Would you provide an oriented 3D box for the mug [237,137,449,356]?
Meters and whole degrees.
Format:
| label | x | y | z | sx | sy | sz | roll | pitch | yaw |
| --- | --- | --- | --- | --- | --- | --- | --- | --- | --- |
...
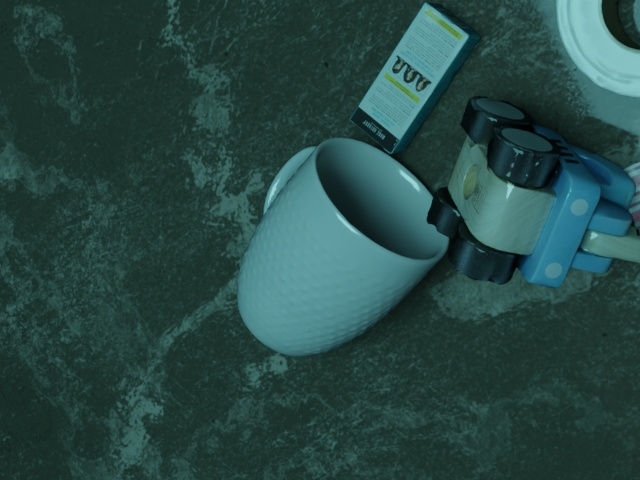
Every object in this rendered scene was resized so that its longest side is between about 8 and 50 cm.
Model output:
| label | x | y | z | sx | sy | sz | roll | pitch | yaw |
| --- | --- | --- | --- | --- | --- | --- | --- | --- | --- |
| mug | 0.000 | 0.000 | 2.128 | 0.328 | 0.276 | 0.374 | -50 | 43 | 32 |

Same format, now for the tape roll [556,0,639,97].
| label | x | y | z | sx | sy | sz | roll | pitch | yaw |
| --- | --- | --- | --- | --- | --- | --- | --- | --- | --- |
| tape roll | 0.508 | -0.359 | 1.871 | 0.286 | 0.100 | 0.286 | 4 | 99 | 29 |

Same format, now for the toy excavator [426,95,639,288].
| label | x | y | z | sx | sy | sz | roll | pitch | yaw |
| --- | --- | --- | --- | --- | --- | --- | --- | --- | --- |
| toy excavator | 0.433 | -0.018 | 1.880 | 0.445 | 0.433 | 0.222 | 11 | 114 | -14 |

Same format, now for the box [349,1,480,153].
| label | x | y | z | sx | sy | sz | roll | pitch | yaw |
| --- | --- | --- | --- | --- | --- | --- | --- | --- | --- |
| box | 0.160 | -0.274 | 2.094 | 0.100 | 0.060 | 0.244 | 42 | 114 | 18 |

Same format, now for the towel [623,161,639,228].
| label | x | y | z | sx | sy | sz | roll | pitch | yaw |
| --- | --- | --- | --- | --- | --- | --- | --- | --- | --- |
| towel | 0.558 | -0.042 | 1.928 | 0.144 | 0.029 | 0.197 | -25 | 85 | 28 |
